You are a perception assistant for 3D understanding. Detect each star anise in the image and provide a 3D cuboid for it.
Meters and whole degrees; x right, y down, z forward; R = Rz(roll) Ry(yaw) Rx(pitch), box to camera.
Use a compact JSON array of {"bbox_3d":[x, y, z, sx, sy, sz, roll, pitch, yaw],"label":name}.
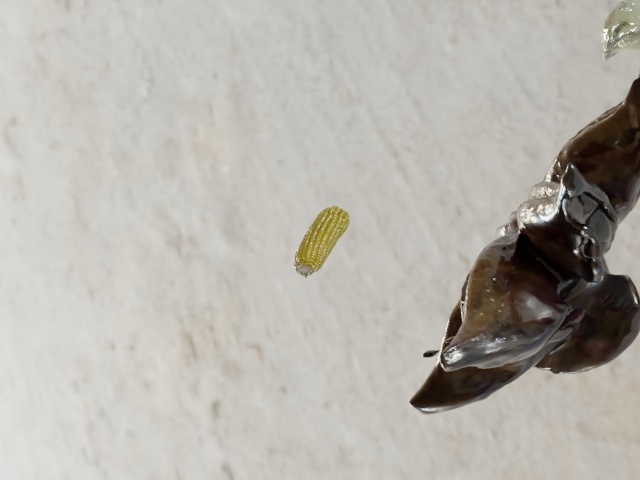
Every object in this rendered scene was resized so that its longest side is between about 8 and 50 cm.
[{"bbox_3d":[0.150,0.011,0.835,0.102,0.272,0.272,35,133,6],"label":"star anise"}]

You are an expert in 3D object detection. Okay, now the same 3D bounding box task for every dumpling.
[{"bbox_3d":[0.281,-0.192,1.338,0.043,0.077,0.059,18,153,9],"label":"dumpling"}]

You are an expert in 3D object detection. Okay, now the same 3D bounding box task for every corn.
[{"bbox_3d":[0.000,0.000,1.566,0.037,0.092,0.037,19,144,15],"label":"corn"}]
